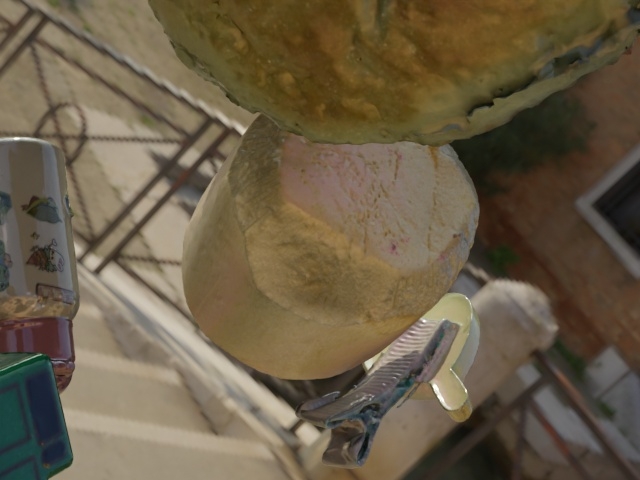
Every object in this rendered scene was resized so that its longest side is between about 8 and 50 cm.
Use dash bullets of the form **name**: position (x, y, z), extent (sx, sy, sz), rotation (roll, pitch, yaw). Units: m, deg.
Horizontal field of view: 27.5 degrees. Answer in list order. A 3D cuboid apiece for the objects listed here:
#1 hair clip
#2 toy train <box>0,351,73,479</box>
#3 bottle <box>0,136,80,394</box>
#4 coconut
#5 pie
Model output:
- **hair clip**: position (0.082, 0.125, 1.212), extent (0.218, 0.159, 0.071), rotation (-43, 122, -33)
- **toy train**: position (-0.175, 0.140, 0.622), extent (0.136, 0.091, 0.227), rotation (-28, 109, -54)
- **bottle**: position (-0.299, 0.034, 1.283), extent (0.120, 0.120, 0.253), rotation (13, 66, -59)
- **coconut**: position (0.000, 0.000, 1.173), extent (0.239, 0.244, 0.239), rotation (11, 61, -19)
- **pie**: position (0.034, -0.259, 0.848), extent (0.180, 0.418, 0.395), rotation (-66, 146, -73)
